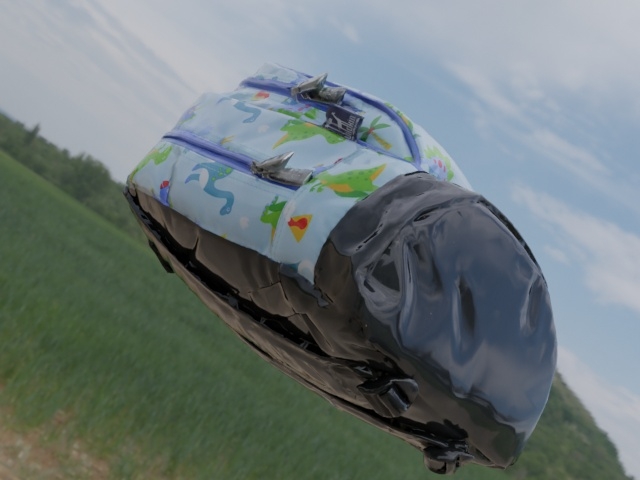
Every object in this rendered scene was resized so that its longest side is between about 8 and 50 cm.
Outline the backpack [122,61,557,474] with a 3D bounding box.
[{"bbox_3d":[0.000,0.000,0.734,0.356,0.273,0.290,10,-24,40],"label":"backpack"}]
